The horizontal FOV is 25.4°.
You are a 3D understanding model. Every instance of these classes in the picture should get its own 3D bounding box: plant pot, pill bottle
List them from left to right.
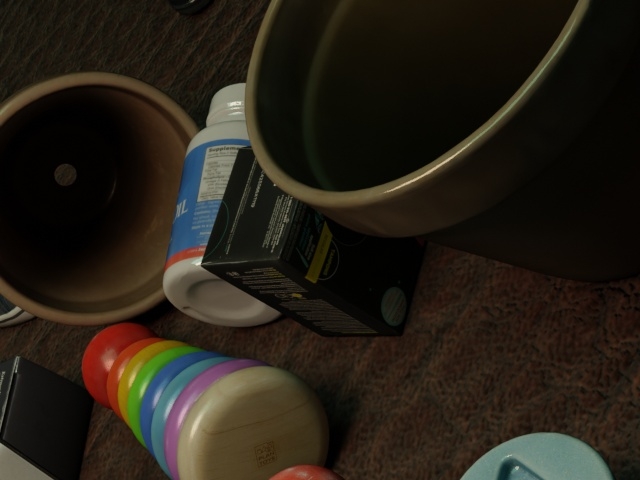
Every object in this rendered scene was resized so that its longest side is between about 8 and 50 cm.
[{"bbox_3d":[-0.262,-0.055,1.529,0.263,0.263,0.229,-58,20,-2],"label":"plant pot"},{"bbox_3d":[-0.078,-0.038,1.385,0.124,0.124,0.222,-21,49,37],"label":"pill bottle"},{"bbox_3d":[0.152,-0.107,1.056,0.323,0.280,0.323,-27,45,32],"label":"plant pot"}]

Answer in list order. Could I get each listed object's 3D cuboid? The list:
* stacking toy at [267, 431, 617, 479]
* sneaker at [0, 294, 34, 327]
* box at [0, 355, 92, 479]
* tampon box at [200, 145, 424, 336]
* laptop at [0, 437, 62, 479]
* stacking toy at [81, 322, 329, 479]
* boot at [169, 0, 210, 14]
[{"bbox_3d":[0.069,0.264,0.955,0.309,0.130,0.280,-15,47,31],"label":"stacking toy"},{"bbox_3d":[-0.441,0.027,1.734,0.321,0.127,0.126,0,62,46],"label":"sneaker"},{"bbox_3d":[-0.356,0.231,1.506,0.207,0.108,0.153,-19,50,38],"label":"box"},{"bbox_3d":[0.000,0.000,1.241,0.101,0.161,0.120,-5,62,45],"label":"tampon box"},{"bbox_3d":[-0.230,0.435,1.123,0.382,0.408,0.236,-55,0,1],"label":"laptop"},{"bbox_3d":[-0.127,0.146,1.318,0.141,0.141,0.330,-60,31,-5],"label":"stacking toy"},{"bbox_3d":[-0.175,-0.425,1.701,0.094,0.207,0.246,20,80,52],"label":"boot"}]
